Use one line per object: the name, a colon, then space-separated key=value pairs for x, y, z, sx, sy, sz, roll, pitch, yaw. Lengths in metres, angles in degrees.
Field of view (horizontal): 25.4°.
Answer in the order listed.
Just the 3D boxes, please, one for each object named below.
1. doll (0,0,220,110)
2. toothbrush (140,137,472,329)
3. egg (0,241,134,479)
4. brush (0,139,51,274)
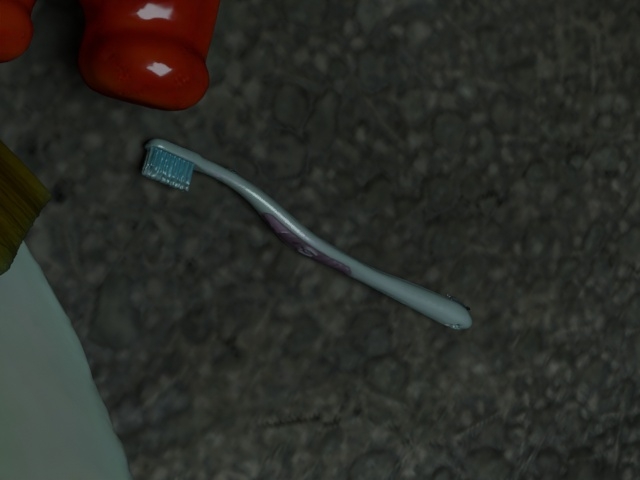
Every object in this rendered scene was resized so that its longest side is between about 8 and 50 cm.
doll: x=-0.063 y=-0.223 z=0.535 sx=0.199 sy=0.105 sz=0.336 roll=14 pitch=91 yaw=-27
toothbrush: x=0.000 y=0.000 z=0.667 sx=0.204 sy=0.017 sz=0.022 roll=28 pitch=72 yaw=-33
egg: x=-0.219 y=0.068 z=0.409 sx=0.201 sy=0.337 sz=0.337 roll=-34 pitch=124 yaw=22
brush: x=-0.206 y=-0.125 z=0.448 sx=0.020 sy=0.085 sz=0.336 roll=-36 pitch=105 yaw=17
